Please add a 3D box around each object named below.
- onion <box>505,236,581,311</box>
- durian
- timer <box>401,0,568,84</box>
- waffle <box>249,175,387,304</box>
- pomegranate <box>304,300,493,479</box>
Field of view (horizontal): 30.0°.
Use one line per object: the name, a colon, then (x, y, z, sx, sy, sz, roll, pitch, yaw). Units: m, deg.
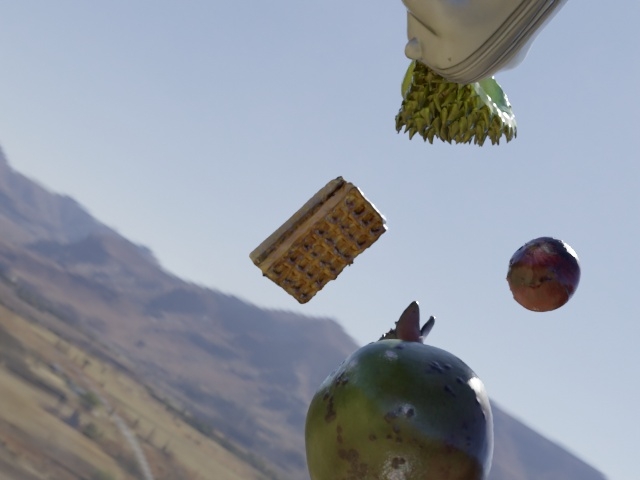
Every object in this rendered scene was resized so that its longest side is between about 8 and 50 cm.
onion: (0.376, 0.057, 2.017, 0.131, 0.131, 0.131, 32, -7, 4)
durian: (0.179, -0.206, 1.524, 0.158, 0.169, 0.352, 7, 12, 9)
timer: (0.199, -0.297, 1.177, 0.291, 0.315, 0.291, 33, 18, -12)
waffle: (0.000, 0.000, 1.385, 0.042, 0.148, 0.102, 50, 4, 40)
pomegranate: (0.099, 0.240, 1.679, 0.291, 0.291, 0.323, 47, 27, -63)
